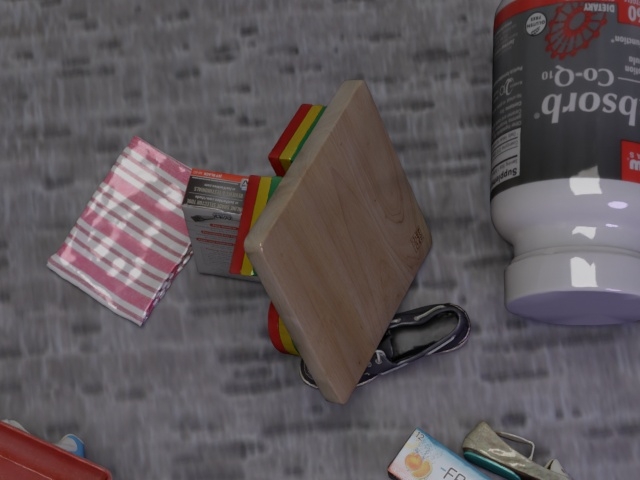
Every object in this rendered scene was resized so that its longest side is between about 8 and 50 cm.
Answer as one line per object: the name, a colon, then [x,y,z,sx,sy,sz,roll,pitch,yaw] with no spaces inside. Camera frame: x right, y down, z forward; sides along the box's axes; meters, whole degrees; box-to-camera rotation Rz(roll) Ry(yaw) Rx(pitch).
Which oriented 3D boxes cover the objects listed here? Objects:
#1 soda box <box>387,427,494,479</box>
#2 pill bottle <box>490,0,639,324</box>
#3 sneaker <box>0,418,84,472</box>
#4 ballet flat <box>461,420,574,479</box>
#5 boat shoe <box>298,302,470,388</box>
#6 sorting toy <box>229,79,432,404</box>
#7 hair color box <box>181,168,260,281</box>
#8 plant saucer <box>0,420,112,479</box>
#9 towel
soda box: [0.164,0.286,1.813,0.183,0.058,0.063,35,79,12]
pill bottle: [0.297,-0.098,1.837,0.210,0.210,0.363,1,74,5]
sneaker: [-0.381,0.253,1.861,0.228,0.087,0.092,9,65,2]
ballet flat: [0.238,0.255,1.820,0.168,0.057,0.052,30,68,12]
boat shoe: [0.071,0.116,1.867,0.206,0.065,0.075,-16,76,1]
sorting toy: [0.000,0.000,1.794,0.089,0.257,0.255,6,49,32]
hair color box: [-0.100,-0.015,1.864,0.093,0.167,0.053,9,65,7]
plant saucer: [-0.393,0.304,1.734,0.259,0.048,0.258,22,50,11]
towel: [-0.219,-0.014,1.949,0.144,0.029,0.197,30,78,13]
